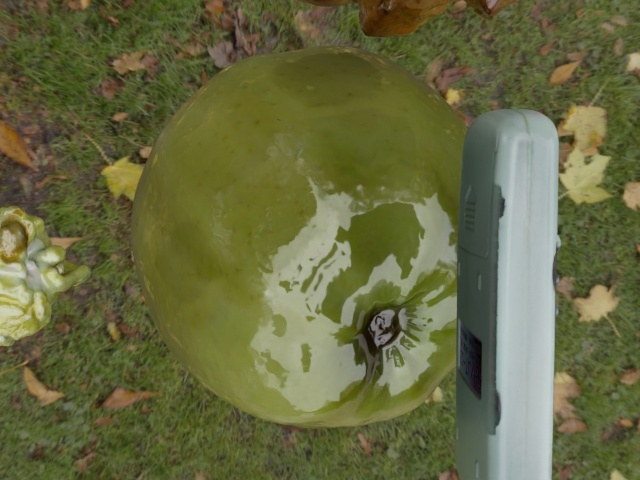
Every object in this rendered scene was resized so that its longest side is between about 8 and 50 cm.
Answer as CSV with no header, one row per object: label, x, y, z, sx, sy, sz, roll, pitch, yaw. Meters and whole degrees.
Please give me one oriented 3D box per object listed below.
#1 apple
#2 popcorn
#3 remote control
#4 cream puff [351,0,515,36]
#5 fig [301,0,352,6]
apple,0.000,0.000,0.848,0.473,0.473,0.474,-1,97,-5
popcorn,-0.328,0.038,0.708,0.135,0.162,0.142,0,83,37
remote control,0.135,0.053,0.508,0.056,0.140,0.297,0,94,-1
cream puff,0.103,-0.313,0.599,0.240,0.155,0.269,-2,123,-4
fig,0.022,-0.378,0.804,0.205,0.205,0.205,-1,97,-5
